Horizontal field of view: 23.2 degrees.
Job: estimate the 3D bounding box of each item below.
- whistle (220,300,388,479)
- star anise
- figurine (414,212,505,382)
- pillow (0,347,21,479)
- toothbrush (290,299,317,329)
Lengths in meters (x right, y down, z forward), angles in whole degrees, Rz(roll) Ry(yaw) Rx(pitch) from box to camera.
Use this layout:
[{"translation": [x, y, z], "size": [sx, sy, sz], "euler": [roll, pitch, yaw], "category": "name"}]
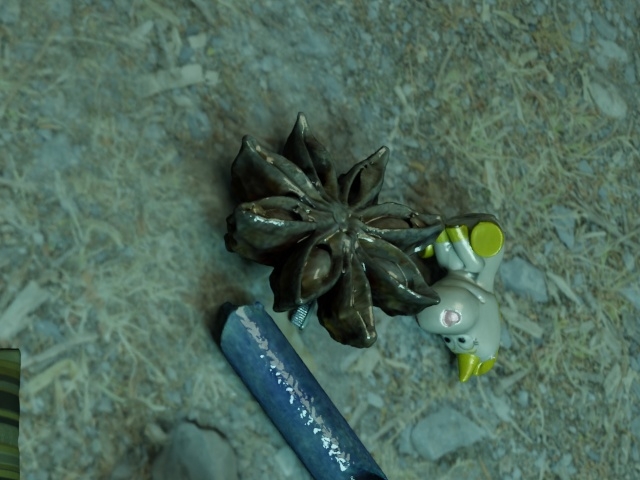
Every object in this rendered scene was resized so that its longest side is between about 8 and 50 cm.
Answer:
[{"translation": [-0.002, 0.185, 1.476], "size": [0.062, 0.062, 0.304], "euler": [-43, 103, -37], "category": "whistle"}, {"translation": [0.000, 0.001, 1.500], "size": [0.223, 0.109, 0.236], "euler": [26, 44, -21], "category": "star anise"}, {"translation": [0.154, 0.058, 1.618], "size": [0.129, 0.109, 0.178], "euler": [27, 63, -53], "category": "figurine"}, {"translation": [-0.312, 0.171, 1.225], "size": [0.208, 0.052, 0.212], "euler": [21, 61, -52], "category": "pillow"}, {"translation": [0.009, 0.006, 1.566], "size": [0.019, 0.013, 0.193], "euler": [32, 60, -16], "category": "toothbrush"}]
